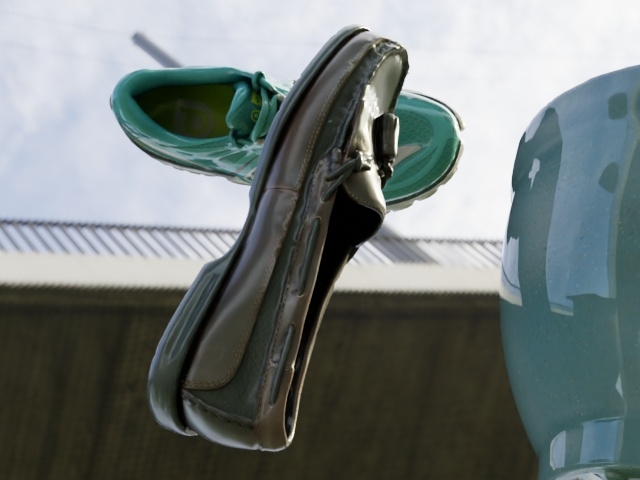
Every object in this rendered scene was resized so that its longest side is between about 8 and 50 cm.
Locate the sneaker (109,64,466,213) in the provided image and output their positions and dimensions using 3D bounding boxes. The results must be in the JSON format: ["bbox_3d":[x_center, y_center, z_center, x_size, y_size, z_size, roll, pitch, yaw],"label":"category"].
[{"bbox_3d":[-0.029,-0.081,1.202,0.110,0.275,0.107,38,-121,-77],"label":"sneaker"}]

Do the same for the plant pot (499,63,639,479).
[{"bbox_3d":[0.218,0.071,0.826,0.293,0.293,0.196,44,-124,-40],"label":"plant pot"}]

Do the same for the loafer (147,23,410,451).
[{"bbox_3d":[0.000,0.000,0.898,0.268,0.084,0.096,-63,-27,-20],"label":"loafer"}]
